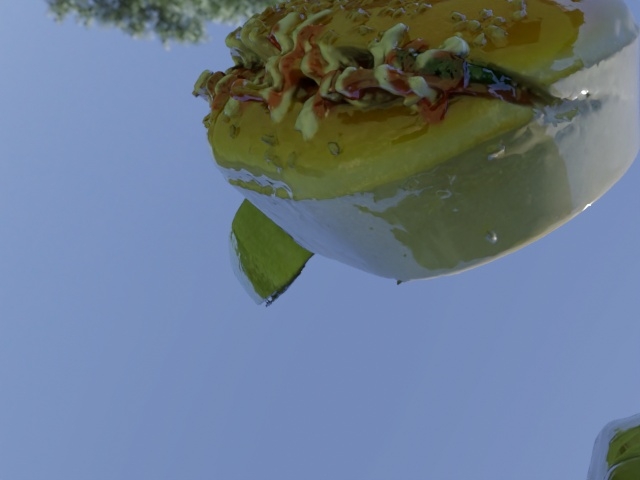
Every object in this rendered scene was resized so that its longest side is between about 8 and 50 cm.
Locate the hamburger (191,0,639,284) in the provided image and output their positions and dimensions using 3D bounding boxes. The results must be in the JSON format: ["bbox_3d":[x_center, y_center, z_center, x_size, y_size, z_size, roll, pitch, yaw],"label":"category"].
[{"bbox_3d":[0.054,-0.088,0.683,0.227,0.151,0.295,-31,-162,-20],"label":"hamburger"}]

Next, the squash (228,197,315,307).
[{"bbox_3d":[0.000,0.000,1.131,0.237,0.204,0.155,-47,-125,14],"label":"squash"}]

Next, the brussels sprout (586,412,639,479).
[{"bbox_3d":[0.256,0.192,0.471,0.328,0.328,0.247,-62,172,-8],"label":"brussels sprout"}]
